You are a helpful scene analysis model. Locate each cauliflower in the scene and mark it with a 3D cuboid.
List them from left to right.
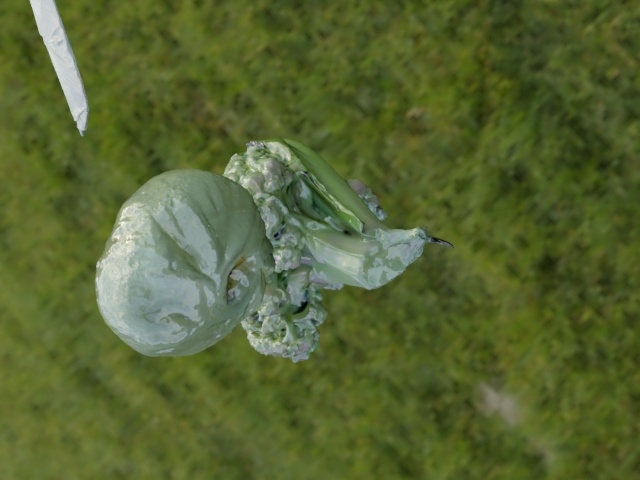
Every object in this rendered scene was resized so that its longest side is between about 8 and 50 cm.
[{"bbox_3d":[0.000,0.000,2.061,0.315,0.239,0.256,14,145,39],"label":"cauliflower"}]

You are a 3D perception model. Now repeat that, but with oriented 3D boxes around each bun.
[{"bbox_3d":[-0.127,0.028,1.833,0.118,0.195,0.195,25,141,38],"label":"bun"}]

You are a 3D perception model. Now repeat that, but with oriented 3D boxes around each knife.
[{"bbox_3d":[-0.278,-0.239,1.851,0.047,0.017,0.297,3,122,40],"label":"knife"}]
